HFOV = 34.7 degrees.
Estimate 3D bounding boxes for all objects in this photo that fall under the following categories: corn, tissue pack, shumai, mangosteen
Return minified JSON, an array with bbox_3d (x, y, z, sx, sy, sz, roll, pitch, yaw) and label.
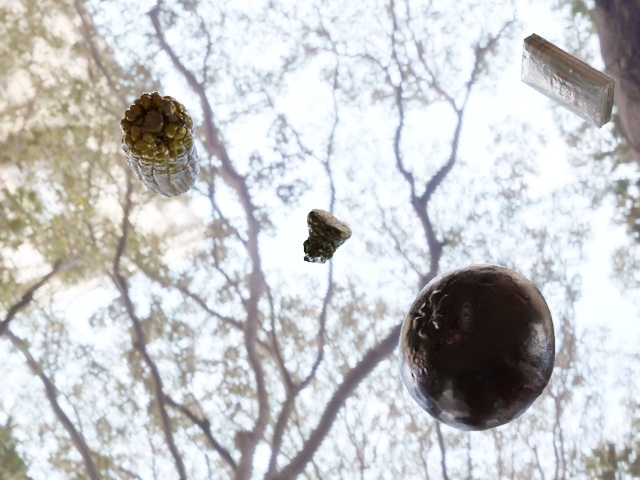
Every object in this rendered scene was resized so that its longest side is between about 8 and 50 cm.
[{"bbox_3d":[-0.217,-0.117,1.423,0.101,0.313,0.102,0,-103,-2],"label":"corn"},{"bbox_3d":[0.241,-0.157,1.005,0.023,0.056,0.108,-33,-130,-21],"label":"tissue pack"},{"bbox_3d":[0.000,0.000,1.609,0.080,0.083,0.082,-53,-129,18],"label":"shumai"},{"bbox_3d":[0.146,0.097,0.911,0.152,0.152,0.152,-12,-140,10],"label":"mangosteen"}]
